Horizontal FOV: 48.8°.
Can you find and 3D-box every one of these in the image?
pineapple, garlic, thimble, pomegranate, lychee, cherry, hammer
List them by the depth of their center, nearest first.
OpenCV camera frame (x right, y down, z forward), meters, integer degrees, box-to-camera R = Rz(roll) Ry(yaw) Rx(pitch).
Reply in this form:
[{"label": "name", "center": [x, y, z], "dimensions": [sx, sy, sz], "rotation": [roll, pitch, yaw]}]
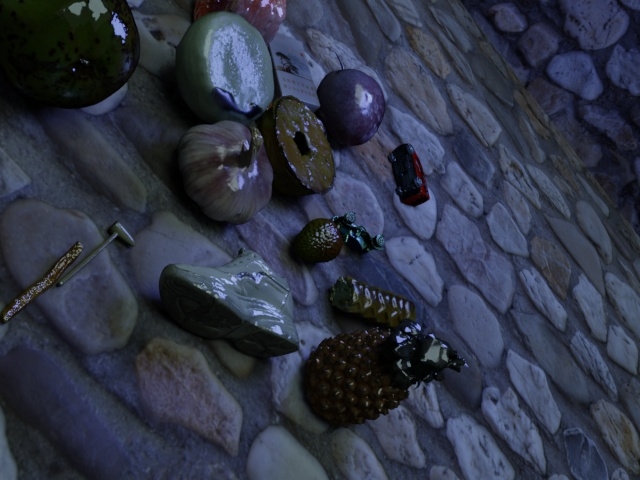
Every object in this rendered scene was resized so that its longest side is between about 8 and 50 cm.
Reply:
[{"label": "hammer", "center": [-0.424, 0.036, 1.331], "dimensions": [0.060, 0.028, 0.195], "rotation": [54, 41, -16]}, {"label": "pomegranate", "center": [-0.516, -0.420, 1.383], "dimensions": [0.284, 0.285, 0.341], "rotation": [2, 37, -47]}, {"label": "pineapple", "center": [0.145, 0.267, 1.515], "dimensions": [0.222, 0.357, 0.223], "rotation": [27, 49, -36]}, {"label": "garlic", "center": [-0.187, -0.176, 1.552], "dimensions": [0.245, 0.253, 0.245], "rotation": [18, 56, -29]}, {"label": "lychee", "center": [0.000, 0.000, 1.738], "dimensions": [0.146, 0.114, 0.114], "rotation": [-28, 86, -38]}, {"label": "thimble", "center": [-0.209, -0.612, 1.839], "dimensions": [0.162, 0.239, 0.239], "rotation": [20, 51, -42]}, {"label": "cherry", "center": [0.090, -0.395, 2.056], "dimensions": [0.213, 0.183, 0.266], "rotation": [12, 72, -33]}]

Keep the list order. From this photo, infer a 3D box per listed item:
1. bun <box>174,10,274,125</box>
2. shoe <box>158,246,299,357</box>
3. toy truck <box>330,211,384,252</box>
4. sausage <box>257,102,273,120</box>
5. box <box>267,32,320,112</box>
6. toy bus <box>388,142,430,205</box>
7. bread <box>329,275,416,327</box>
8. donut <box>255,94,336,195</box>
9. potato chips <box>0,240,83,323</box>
[{"label": "bun", "center": [-0.250, -0.404, 1.703], "dimensions": [0.283, 0.179, 0.284], "rotation": [0, 90, -54]}, {"label": "shoe", "center": [-0.184, 0.099, 1.468], "dimensions": [0.342, 0.132, 0.211], "rotation": [32, 41, -35]}, {"label": "toy truck", "center": [0.094, -0.006, 1.881], "dimensions": [0.154, 0.080, 0.078], "rotation": [36, 64, -25]}, {"label": "sausage", "center": [-0.160, -0.383, 1.878], "dimensions": [0.062, 0.054, 0.183], "rotation": [-5, 69, -19]}, {"label": "box", "center": [-0.097, -0.476, 1.999], "dimensions": [0.149, 0.067, 0.233], "rotation": [9, 59, -46]}, {"label": "toy bus", "center": [0.283, -0.209, 2.221], "dimensions": [0.089, 0.081, 0.195], "rotation": [24, 48, -48]}, {"label": "bread", "center": [0.145, 0.164, 1.805], "dimensions": [0.269, 0.098, 0.087], "rotation": [21, 92, -38]}, {"label": "donut", "center": [-0.070, -0.232, 1.811], "dimensions": [0.272, 0.107, 0.272], "rotation": [34, 46, -44]}, {"label": "potato chips", "center": [-0.484, 0.074, 1.227], "dimensions": [0.026, 0.037, 0.204], "rotation": [41, 45, -5]}]
